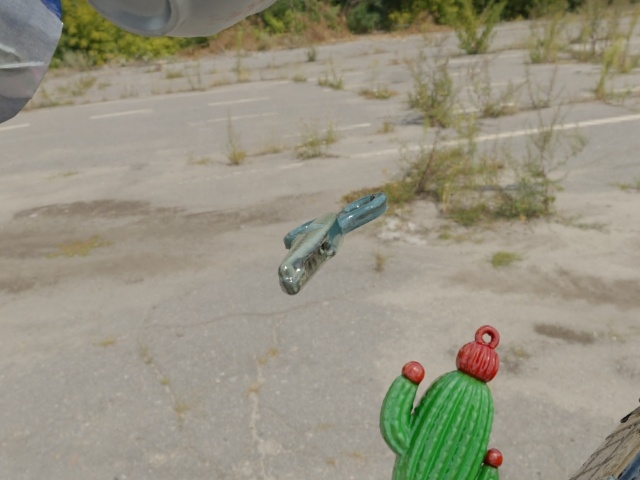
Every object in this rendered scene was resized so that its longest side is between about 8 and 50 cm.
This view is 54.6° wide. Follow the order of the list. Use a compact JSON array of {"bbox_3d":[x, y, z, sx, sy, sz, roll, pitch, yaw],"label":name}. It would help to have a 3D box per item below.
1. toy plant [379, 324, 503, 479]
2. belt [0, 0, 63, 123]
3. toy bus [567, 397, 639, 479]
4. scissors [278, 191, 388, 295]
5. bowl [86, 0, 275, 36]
[{"bbox_3d":[0.149,0.227,0.769,0.155,0.240,0.088,-1,-4,-1],"label":"toy plant"},{"bbox_3d":[-0.414,-0.190,0.600,0.347,0.212,0.117,-2,-18,28],"label":"belt"},{"bbox_3d":[0.363,0.303,0.683,0.324,0.194,0.162,-28,65,-32],"label":"toy bus"},{"bbox_3d":[0.000,0.000,0.662,0.138,0.041,0.289,-19,11,16],"label":"scissors"},{"bbox_3d":[-0.216,-0.366,0.790,0.346,0.345,0.157,6,63,28],"label":"bowl"}]
